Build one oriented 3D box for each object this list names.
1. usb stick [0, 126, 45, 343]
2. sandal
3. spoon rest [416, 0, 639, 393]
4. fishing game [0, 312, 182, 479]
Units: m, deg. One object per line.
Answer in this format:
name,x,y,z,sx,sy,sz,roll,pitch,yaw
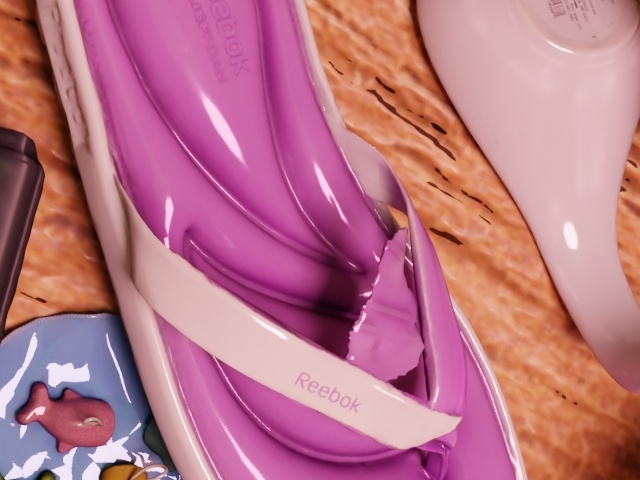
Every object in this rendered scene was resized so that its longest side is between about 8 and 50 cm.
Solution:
usb stick,-0.185,0.082,0.528,0.077,0.045,0.278,12,79,5
sandal,-0.012,0.007,0.561,0.169,0.102,0.416,-31,97,-27
spoon rest,0.133,-0.055,0.642,0.137,0.084,0.276,-12,79,-18
fishing game,-0.105,0.126,0.577,0.264,0.041,0.189,25,79,-15
